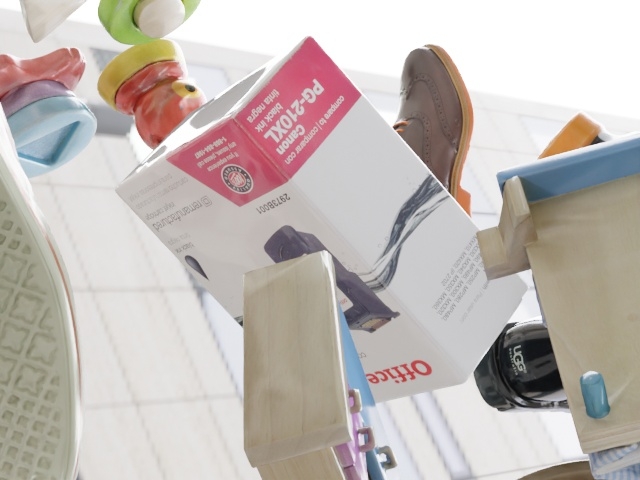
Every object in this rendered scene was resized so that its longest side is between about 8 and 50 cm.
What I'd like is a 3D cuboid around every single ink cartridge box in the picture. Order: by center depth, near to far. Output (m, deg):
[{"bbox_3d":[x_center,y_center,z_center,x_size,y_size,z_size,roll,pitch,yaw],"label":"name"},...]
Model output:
[{"bbox_3d":[0.000,0.000,0.890,0.237,0.100,0.172,48,-35,-14],"label":"ink cartridge box"}]

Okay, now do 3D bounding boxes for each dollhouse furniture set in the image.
[{"bbox_3d":[0.137,0.115,0.594,0.303,0.198,0.286,-16,-148,7],"label":"dollhouse furniture set"}]

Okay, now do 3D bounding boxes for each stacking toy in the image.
[{"bbox_3d":[-0.247,-0.186,1.512,0.130,0.309,0.279,57,-36,18],"label":"stacking toy"}]

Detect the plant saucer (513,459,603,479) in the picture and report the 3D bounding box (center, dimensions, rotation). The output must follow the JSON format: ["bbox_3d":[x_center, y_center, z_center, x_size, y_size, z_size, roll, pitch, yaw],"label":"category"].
[{"bbox_3d":[0.211,0.290,0.903,0.278,0.278,0.041,58,-17,29],"label":"plant saucer"}]

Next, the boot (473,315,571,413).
[{"bbox_3d":[0.264,0.074,0.956,0.207,0.247,0.094,-23,-108,45],"label":"boot"}]

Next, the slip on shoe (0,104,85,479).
[{"bbox_3d":[-0.204,0.014,0.734,0.123,0.101,0.331,-22,-112,1],"label":"slip on shoe"}]

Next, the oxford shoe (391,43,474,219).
[{"bbox_3d":[0.103,-0.100,1.382,0.097,0.098,0.271,-39,-134,53],"label":"oxford shoe"}]

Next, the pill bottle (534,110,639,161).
[{"bbox_3d":[0.298,-0.008,1.128,0.246,0.130,0.130,40,-61,8],"label":"pill bottle"}]
